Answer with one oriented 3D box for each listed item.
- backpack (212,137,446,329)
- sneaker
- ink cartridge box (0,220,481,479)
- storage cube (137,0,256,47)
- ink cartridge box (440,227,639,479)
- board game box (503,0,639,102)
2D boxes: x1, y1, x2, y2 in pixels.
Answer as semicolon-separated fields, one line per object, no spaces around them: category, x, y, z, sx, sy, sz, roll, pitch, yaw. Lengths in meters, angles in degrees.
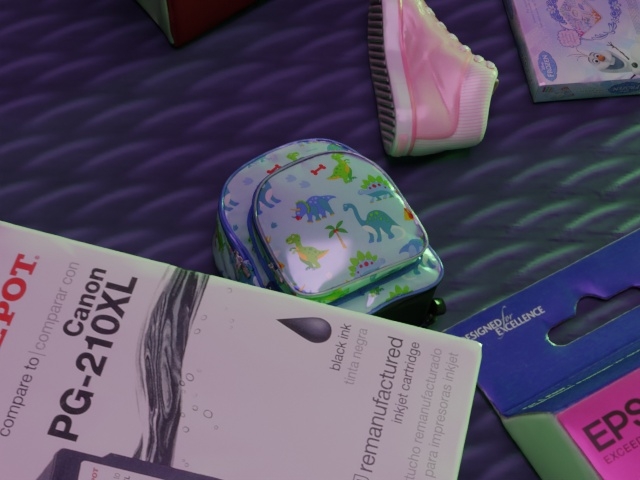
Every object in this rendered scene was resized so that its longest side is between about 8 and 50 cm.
backpack;0.000;0.000;0.738;0.105;0.084;0.114;-23;60;-21
sneaker;0.068;-0.110;0.835;0.070;0.051;0.134;-2;61;-9
ink cartridge box;-0.064;0.109;0.620;0.237;0.100;0.172;14;56;3
storage cube;-0.067;-0.268;0.830;0.193;0.215;0.183;-34;67;-17
ink cartridge box;0.236;0.140;0.691;0.176;0.069;0.371;-25;62;-20
board game box;0.168;-0.131;0.876;0.090;0.020;0.090;-4;59;-9
